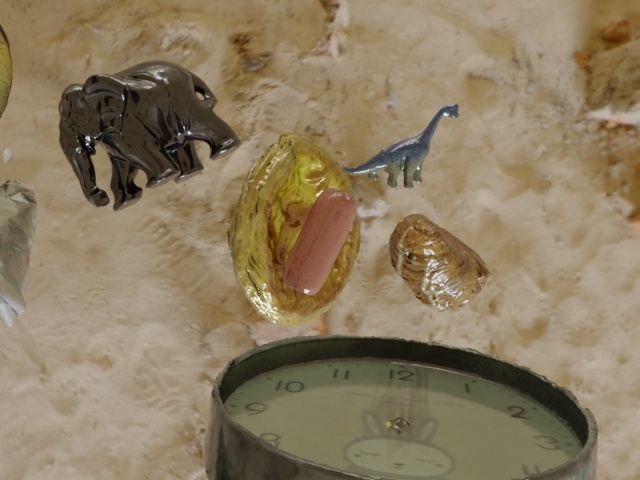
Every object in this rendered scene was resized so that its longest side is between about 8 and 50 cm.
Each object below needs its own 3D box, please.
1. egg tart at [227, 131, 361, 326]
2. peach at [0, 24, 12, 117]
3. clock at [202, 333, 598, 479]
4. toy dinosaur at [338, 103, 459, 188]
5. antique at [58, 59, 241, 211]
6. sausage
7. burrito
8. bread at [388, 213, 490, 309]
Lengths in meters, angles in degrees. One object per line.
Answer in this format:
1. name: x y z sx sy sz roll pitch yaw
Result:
1. egg tart: -0.060 -0.015 1.542 0.341 0.132 0.341 -2 93 -51
2. peach: -0.601 -0.278 1.446 0.189 0.068 0.279 18 72 -55
3. clock: 0.043 0.103 0.481 0.215 0.215 0.041 -1 103 -24
4. toy dinosaur: 0.166 -0.208 1.861 0.248 0.075 0.188 4 109 -8
5. antique: -0.353 -0.222 1.717 0.322 0.185 0.255 -30 94 -19
6. sausage: 0.000 0.000 1.215 0.062 0.062 0.154 23 96 -22
7. burrito: -0.330 0.005 0.913 0.064 0.203 0.064 -7 130 -8
8. bread: 0.125 0.028 0.928 0.105 0.233 0.076 42 100 20
